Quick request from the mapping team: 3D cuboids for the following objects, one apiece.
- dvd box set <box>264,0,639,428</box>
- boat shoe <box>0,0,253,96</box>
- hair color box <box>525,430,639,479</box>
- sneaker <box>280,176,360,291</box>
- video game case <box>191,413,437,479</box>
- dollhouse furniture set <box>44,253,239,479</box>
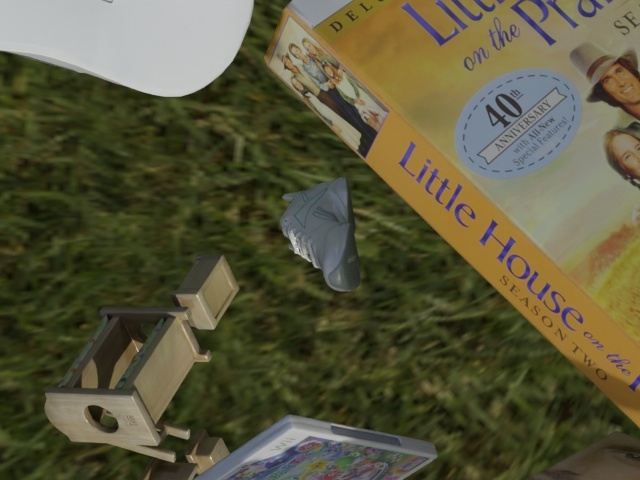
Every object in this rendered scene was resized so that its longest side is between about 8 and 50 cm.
[{"bbox_3d":[0.217,-0.051,1.136,0.420,0.062,0.307,45,56,13],"label":"dvd box set"},{"bbox_3d":[-0.144,-0.127,0.713,0.102,0.301,0.108,18,93,32],"label":"boat shoe"},{"bbox_3d":[0.238,0.287,1.694,0.185,0.339,0.110,20,114,36],"label":"hair color box"},{"bbox_3d":[0.000,0.000,1.578,0.061,0.152,0.053,-8,117,1],"label":"sneaker"},{"bbox_3d":[-0.004,0.130,1.094,0.087,0.122,0.011,-36,55,32],"label":"video game case"},{"bbox_3d":[-0.137,0.130,1.701,0.101,0.182,0.161,-1,129,30],"label":"dollhouse furniture set"}]
